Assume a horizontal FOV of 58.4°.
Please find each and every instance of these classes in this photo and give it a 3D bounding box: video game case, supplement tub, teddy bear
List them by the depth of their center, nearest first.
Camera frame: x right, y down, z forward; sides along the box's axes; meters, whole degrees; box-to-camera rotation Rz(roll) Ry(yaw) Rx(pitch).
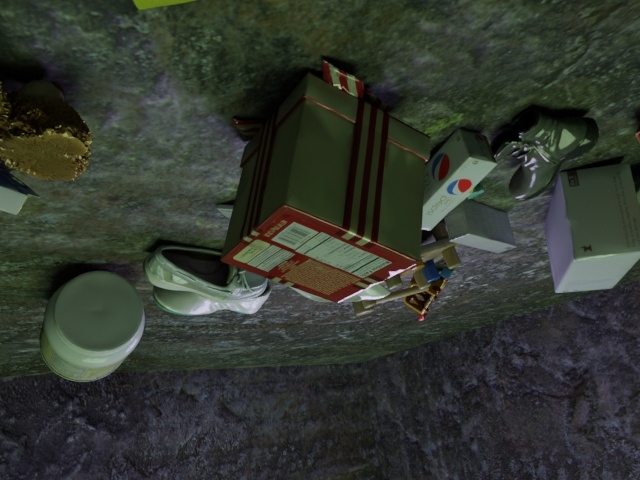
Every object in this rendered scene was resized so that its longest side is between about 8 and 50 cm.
[{"bbox_3d":[-0.445,-0.169,0.676,0.337,0.113,0.245,4,151,-13],"label":"teddy bear"},{"bbox_3d":[-0.157,-0.048,1.214,0.087,0.011,0.122,4,164,15],"label":"video game case"},{"bbox_3d":[-0.587,0.223,1.472,0.235,0.236,0.325,2,158,-28],"label":"supplement tub"}]

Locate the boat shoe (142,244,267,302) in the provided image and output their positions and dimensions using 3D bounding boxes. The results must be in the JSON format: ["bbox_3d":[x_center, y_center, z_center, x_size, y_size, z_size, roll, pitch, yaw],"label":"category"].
[{"bbox_3d":[-0.262,0.074,1.397,0.320,0.118,0.103,15,148,-31],"label":"boat shoe"}]

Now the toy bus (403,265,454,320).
[{"bbox_3d":[0.349,0.153,1.904,0.104,0.191,0.202,32,164,13],"label":"toy bus"}]

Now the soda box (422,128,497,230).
[{"bbox_3d":[0.236,-0.111,1.096,0.069,0.074,0.216,7,143,-26],"label":"soda box"}]

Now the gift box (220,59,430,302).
[{"bbox_3d":[-0.002,-0.090,0.862,0.276,0.258,0.255,26,147,-27],"label":"gift box"}]

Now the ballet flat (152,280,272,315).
[{"bbox_3d":[-0.272,0.123,1.542,0.139,0.139,0.400,-20,162,27],"label":"ballet flat"}]

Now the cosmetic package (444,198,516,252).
[{"bbox_3d":[0.394,-0.035,1.415,0.060,0.099,0.239,-23,156,40],"label":"cosmetic package"}]

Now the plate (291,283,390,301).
[{"bbox_3d":[-0.014,0.088,1.411,0.277,0.045,0.278,35,153,-33],"label":"plate"}]

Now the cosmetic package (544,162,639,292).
[{"bbox_3d":[0.658,-0.013,1.409,0.156,0.217,0.385,-6,164,13],"label":"cosmetic package"}]

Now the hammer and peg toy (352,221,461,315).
[{"bbox_3d":[0.210,0.084,1.569,0.265,0.128,0.361,-16,164,-21],"label":"hammer and peg toy"}]

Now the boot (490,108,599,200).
[{"bbox_3d":[0.389,-0.167,1.100,0.161,0.084,0.246,4,152,-16],"label":"boot"}]

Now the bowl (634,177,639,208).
[{"bbox_3d":[0.804,-0.087,1.321,0.156,0.290,0.289,30,169,17],"label":"bowl"}]

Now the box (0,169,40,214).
[{"bbox_3d":[-0.517,-0.093,0.830,0.109,0.042,0.178,31,-178,30],"label":"box"}]

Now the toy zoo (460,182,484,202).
[{"bbox_3d":[0.212,-0.103,1.238,0.293,0.030,0.192,-7,160,-7],"label":"toy zoo"}]

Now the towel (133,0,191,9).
[{"bbox_3d":[-0.092,-0.298,0.578,0.237,0.021,0.102,-10,155,4],"label":"towel"}]

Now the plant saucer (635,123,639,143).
[{"bbox_3d":[0.756,-0.235,1.096,0.259,0.048,0.258,-22,157,33],"label":"plant saucer"}]
